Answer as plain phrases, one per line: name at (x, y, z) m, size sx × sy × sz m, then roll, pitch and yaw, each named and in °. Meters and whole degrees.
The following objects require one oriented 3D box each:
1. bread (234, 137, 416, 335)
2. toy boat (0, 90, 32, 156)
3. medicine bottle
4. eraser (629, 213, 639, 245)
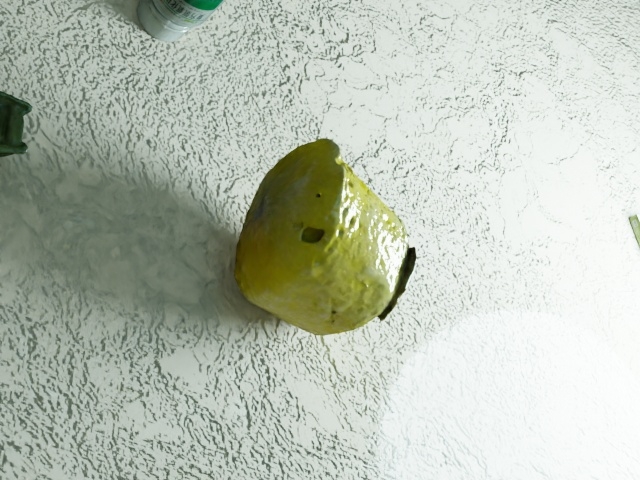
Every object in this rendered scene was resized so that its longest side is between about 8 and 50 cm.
bread at (-0.002, 0.001, 1.501) m, size 0.170 × 0.197 × 0.197 m, roll 35°, pitch 47°, yaw -26°
toy boat at (-0.427, -0.145, 1.323) m, size 0.293 × 0.055 × 0.093 m, roll 19°, pitch 55°, yaw -32°
medicine bottle at (-0.155, -0.293, 1.586) m, size 0.080 × 0.130 × 0.080 m, roll 21°, pitch 52°, yaw -30°
eraser at (0.494, 0.001, 2.039) m, size 0.038 × 0.019 × 0.083 m, roll 2°, pitch 65°, yaw -41°
